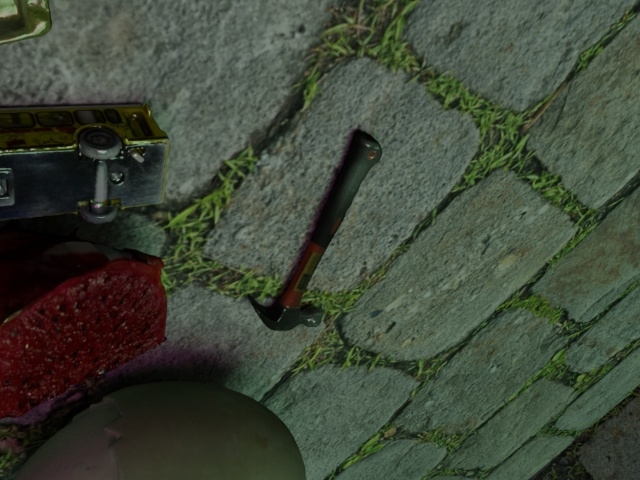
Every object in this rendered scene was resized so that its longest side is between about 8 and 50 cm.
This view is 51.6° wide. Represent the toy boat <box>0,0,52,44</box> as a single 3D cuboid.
[{"bbox_3d":[-0.303,-0.153,0.368,0.276,0.084,0.111,-16,135,-26],"label":"toy boat"}]

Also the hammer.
[{"bbox_3d":[0.000,0.000,0.777,0.111,0.033,0.288,1,129,-37],"label":"hammer"}]

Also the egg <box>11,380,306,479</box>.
[{"bbox_3d":[-0.194,0.305,0.759,0.335,0.278,0.278,4,128,-38],"label":"egg"}]

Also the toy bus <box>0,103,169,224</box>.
[{"bbox_3d":[-0.236,-0.056,0.517,0.226,0.074,0.081,-10,134,-27],"label":"toy bus"}]

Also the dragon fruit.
[{"bbox_3d":[-0.253,0.042,0.541,0.274,0.161,0.126,-21,131,-61],"label":"dragon fruit"}]
